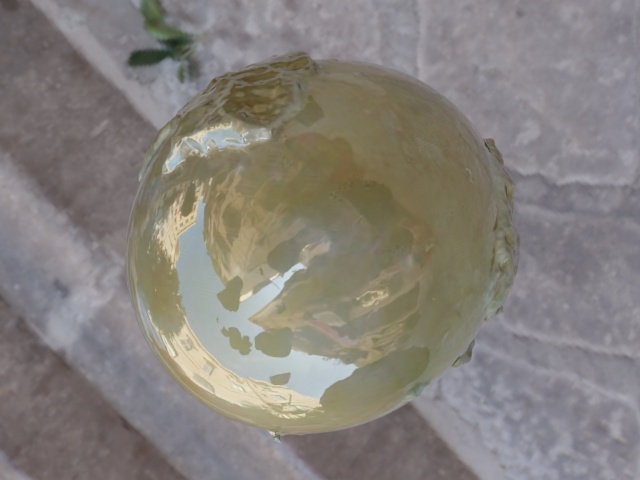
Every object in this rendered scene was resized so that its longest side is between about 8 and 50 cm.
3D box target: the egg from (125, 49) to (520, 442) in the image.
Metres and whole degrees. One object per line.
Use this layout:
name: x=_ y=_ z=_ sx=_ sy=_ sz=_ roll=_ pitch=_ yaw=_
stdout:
egg: x=0.001 y=-0.003 z=0.511 sx=0.164 sy=0.201 sz=0.164 roll=9 pitch=112 yaw=24
